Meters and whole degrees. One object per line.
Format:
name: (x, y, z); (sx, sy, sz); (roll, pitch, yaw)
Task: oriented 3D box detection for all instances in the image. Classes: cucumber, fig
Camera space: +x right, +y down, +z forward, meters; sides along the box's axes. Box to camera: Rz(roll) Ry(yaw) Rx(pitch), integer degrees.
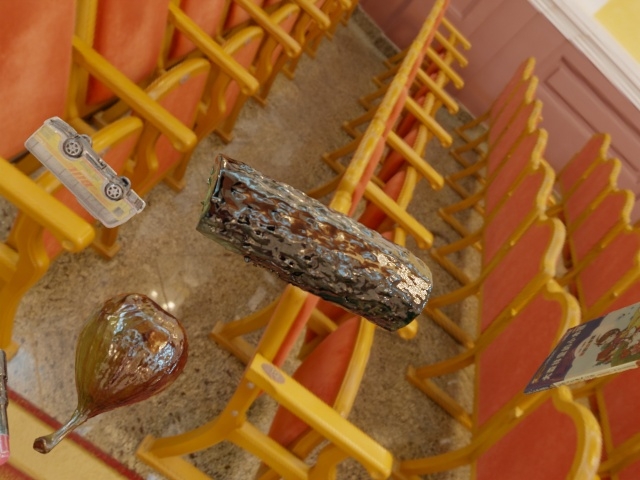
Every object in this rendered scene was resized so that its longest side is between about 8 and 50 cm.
cucumber: (0.001, 0.001, 0.461); (0.211, 0.062, 0.078); (31, 56, -27)
fig: (-0.404, 0.256, 1.028); (0.217, 0.217, 0.321); (43, 60, -4)

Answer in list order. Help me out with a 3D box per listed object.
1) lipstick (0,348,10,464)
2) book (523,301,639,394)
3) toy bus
lipstick: (-0.611, 0.309, 1.024); (0.053, 0.053, 0.234); (10, 36, -40)
book: (0.567, 0.209, 1.110); (0.228, 0.322, 0.018); (-37, 83, -31)
toy bus: (-0.515, -0.146, 1.211); (0.268, 0.106, 0.092); (50, 8, -19)
